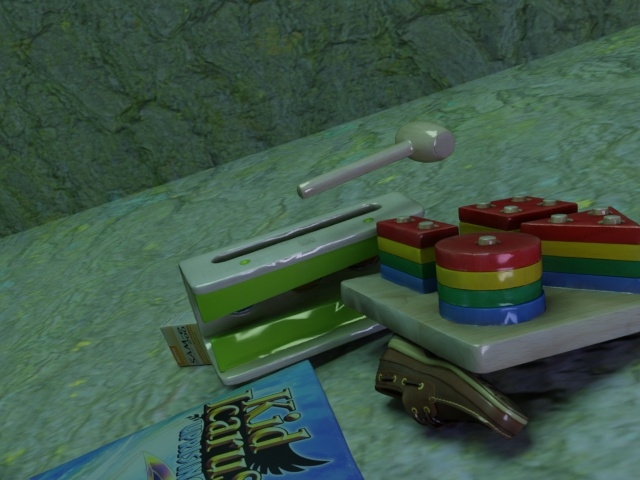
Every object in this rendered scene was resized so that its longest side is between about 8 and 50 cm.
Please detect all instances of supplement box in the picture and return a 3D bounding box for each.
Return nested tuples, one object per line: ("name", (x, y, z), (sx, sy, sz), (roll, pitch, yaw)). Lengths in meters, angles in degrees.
("supplement box", (-0.146, 0.122, 0.947), (0.098, 0.062, 0.036), (-10, 21, 33))

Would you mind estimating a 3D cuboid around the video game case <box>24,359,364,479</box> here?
("video game case", (-0.088, 0.169, 0.357), (0.244, 0.061, 0.269), (-21, 13, -5))

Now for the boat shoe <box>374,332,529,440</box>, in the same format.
("boat shoe", (0.105, 0.133, 0.639), (0.060, 0.064, 0.178), (-57, 27, -7))

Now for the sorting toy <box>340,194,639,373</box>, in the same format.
("sorting toy", (0.183, 0.020, 0.719), (0.257, 0.089, 0.255), (-10, 12, -21))

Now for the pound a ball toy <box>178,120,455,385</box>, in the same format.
("pound a ball toy", (0.000, 0.000, 0.859), (0.319, 0.208, 0.136), (-20, 21, -14))
